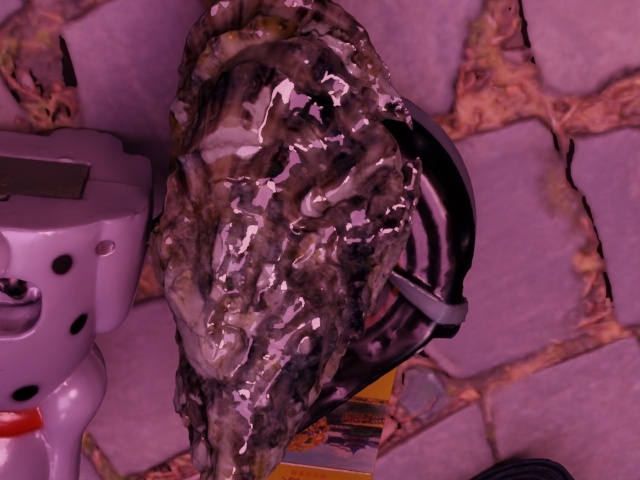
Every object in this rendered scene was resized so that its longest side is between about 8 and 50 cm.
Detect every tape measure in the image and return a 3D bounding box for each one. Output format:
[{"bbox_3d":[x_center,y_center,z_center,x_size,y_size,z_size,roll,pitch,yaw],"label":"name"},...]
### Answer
[{"bbox_3d":[0.004,-0.003,1.078,0.181,0.107,0.182,-29,101,18],"label":"tape measure"}]

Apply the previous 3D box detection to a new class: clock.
[{"bbox_3d":[-0.195,0.066,1.080,0.189,0.189,0.254,5,119,-4],"label":"clock"}]

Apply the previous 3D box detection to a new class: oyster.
[{"bbox_3d":[-0.038,-0.004,1.001,0.199,0.087,0.252,43,104,-1],"label":"oyster"}]

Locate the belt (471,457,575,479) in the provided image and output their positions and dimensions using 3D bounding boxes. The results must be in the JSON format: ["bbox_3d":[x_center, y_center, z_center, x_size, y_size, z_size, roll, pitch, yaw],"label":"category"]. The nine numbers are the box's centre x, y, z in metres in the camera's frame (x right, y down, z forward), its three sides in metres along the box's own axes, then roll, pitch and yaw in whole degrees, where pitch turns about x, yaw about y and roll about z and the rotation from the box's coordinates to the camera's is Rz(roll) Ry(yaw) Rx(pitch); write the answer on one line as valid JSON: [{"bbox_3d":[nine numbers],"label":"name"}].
[{"bbox_3d":[0.103,0.226,1.196,0.190,0.141,0.082,-34,113,20],"label":"belt"}]

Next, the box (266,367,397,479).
[{"bbox_3d":[-0.001,0.113,1.198,0.087,0.023,0.155,6,120,-8],"label":"box"}]
